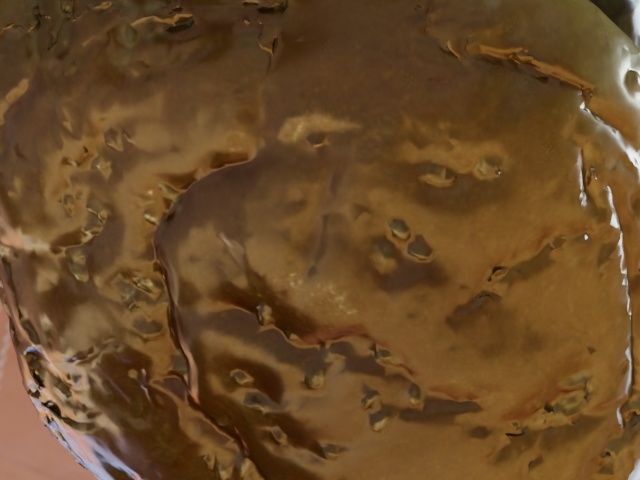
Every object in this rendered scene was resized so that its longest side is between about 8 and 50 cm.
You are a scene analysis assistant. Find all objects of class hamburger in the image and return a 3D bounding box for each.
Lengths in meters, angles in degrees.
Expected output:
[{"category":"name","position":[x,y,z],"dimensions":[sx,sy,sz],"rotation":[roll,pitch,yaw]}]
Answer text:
[{"category":"hamburger","position":[-0.002,-0.001,0.510],"dimensions":[0.265,0.285,0.134],"rotation":[0,-148,29]}]
